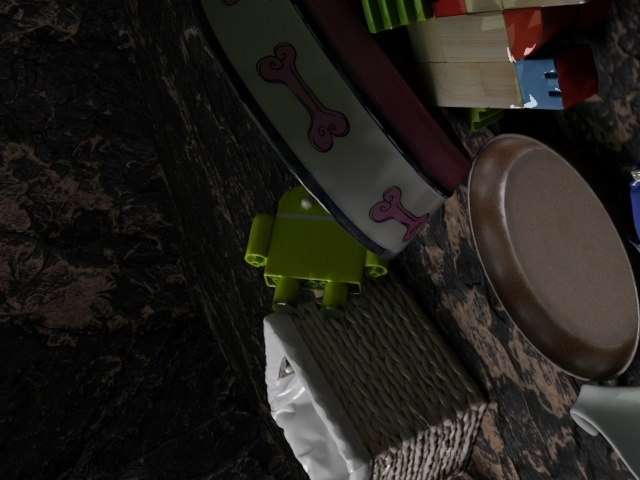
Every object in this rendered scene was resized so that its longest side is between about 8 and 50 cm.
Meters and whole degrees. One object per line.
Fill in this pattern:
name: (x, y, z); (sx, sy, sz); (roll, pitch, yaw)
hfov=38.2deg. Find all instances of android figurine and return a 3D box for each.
android figurine: (0.000, 0.000, 1.591); (0.056, 0.248, 0.273); (76, -157, -60)

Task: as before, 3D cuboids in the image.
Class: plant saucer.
plant saucer: (0.280, 0.014, 1.086); (0.310, 0.050, 0.310); (55, 160, 32)

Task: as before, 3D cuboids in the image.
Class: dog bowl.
dog bowl: (0.030, -0.184, 1.125); (0.408, 0.150, 0.408); (50, -165, -18)

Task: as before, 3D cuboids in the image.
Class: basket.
basket: (0.082, 0.285, 1.636); (0.331, 0.266, 0.328); (55, 159, 32)

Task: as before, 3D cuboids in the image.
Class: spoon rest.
spoon rest: (0.355, 0.203, 0.988); (0.084, 0.137, 0.276); (29, 173, -17)

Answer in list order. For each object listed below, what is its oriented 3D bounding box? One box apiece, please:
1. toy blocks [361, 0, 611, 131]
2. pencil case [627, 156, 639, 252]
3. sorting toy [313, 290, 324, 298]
toy blocks: (0.183, -0.273, 0.859); (0.261, 0.190, 0.381); (15, 126, 55)
pencil case: (0.351, -0.046, 0.673); (0.306, 0.133, 0.119); (171, 110, -71)
sorting toy: (0.009, 0.065, 1.969); (0.193, 0.038, 0.208); (-171, 65, -70)
